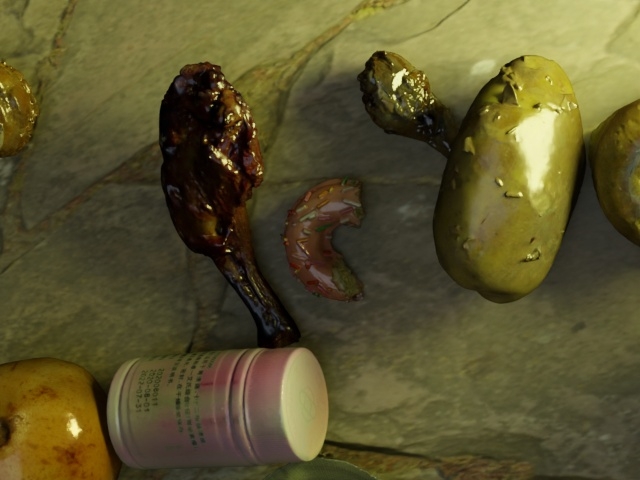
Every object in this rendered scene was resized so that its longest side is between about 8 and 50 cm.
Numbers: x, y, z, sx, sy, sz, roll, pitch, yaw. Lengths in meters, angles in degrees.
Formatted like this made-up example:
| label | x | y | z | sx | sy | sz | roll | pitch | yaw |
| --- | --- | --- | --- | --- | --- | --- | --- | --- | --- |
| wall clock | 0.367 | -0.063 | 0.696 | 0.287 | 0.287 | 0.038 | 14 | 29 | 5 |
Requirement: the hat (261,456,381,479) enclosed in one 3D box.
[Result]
| label | x | y | z | sx | sy | sz | roll | pitch | yaw |
| --- | --- | --- | --- | --- | --- | --- | --- | --- | --- |
| hat | 0.015 | 0.394 | 1.711 | 0.252 | 0.110 | 0.252 | 2 | 97 | 15 |

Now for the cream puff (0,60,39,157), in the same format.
| label | x | y | z | sx | sy | sz | roll | pitch | yaw |
| --- | --- | --- | --- | --- | --- | --- | --- | --- | --- |
| cream puff | -0.436 | -0.177 | 1.697 | 0.126 | 0.103 | 0.144 | -33 | 93 | 33 |

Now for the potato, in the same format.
| label | x | y | z | sx | sy | sz | roll | pitch | yaw |
| --- | --- | --- | --- | --- | --- | --- | --- | --- | --- |
| potato | 0.227 | -0.069 | 1.504 | 0.141 | 0.192 | 0.296 | 16 | 100 | 46 |

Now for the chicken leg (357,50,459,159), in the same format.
| label | x | y | z | sx | sy | sz | roll | pitch | yaw |
| --- | --- | --- | --- | --- | --- | --- | --- | --- | --- |
| chicken leg | 0.126 | -0.148 | 1.576 | 0.198 | 0.069 | 0.085 | 39 | 86 | -4 |

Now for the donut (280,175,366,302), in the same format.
| label | x | y | z | sx | sy | sz | roll | pitch | yaw |
| --- | --- | --- | --- | --- | --- | --- | --- | --- | --- |
| donut | 0.000 | 0.000 | 1.641 | 0.117 | 0.065 | 0.166 | 4 | 103 | 14 |

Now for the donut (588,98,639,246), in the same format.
| label | x | y | z | sx | sy | sz | roll | pitch | yaw |
| --- | --- | --- | --- | --- | --- | --- | --- | --- | --- |
| donut | 0.442 | -0.084 | 1.466 | 0.261 | 0.128 | 0.208 | -28 | 96 | 21 |

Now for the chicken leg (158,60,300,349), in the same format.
| label | x | y | z | sx | sy | sz | roll | pitch | yaw |
| --- | --- | --- | --- | --- | --- | --- | --- | --- | --- |
| chicken leg | -0.117 | -0.039 | 1.642 | 0.158 | 0.096 | 0.407 | 8 | 123 | 37 |

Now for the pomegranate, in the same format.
| label | x | y | z | sx | sy | sz | roll | pitch | yaw |
| --- | --- | --- | --- | --- | --- | --- | --- | --- | --- |
| pomegranate | -0.389 | 0.282 | 1.728 | 0.264 | 0.264 | 0.264 | 4 | 104 | 14 |

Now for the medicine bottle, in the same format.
| label | x | y | z | sx | sy | sz | roll | pitch | yaw |
| --- | --- | --- | --- | --- | --- | --- | --- | --- | --- |
| medicine bottle | -0.131 | 0.219 | 1.673 | 0.254 | 0.152 | 0.152 | -6 | 102 | 23 |
